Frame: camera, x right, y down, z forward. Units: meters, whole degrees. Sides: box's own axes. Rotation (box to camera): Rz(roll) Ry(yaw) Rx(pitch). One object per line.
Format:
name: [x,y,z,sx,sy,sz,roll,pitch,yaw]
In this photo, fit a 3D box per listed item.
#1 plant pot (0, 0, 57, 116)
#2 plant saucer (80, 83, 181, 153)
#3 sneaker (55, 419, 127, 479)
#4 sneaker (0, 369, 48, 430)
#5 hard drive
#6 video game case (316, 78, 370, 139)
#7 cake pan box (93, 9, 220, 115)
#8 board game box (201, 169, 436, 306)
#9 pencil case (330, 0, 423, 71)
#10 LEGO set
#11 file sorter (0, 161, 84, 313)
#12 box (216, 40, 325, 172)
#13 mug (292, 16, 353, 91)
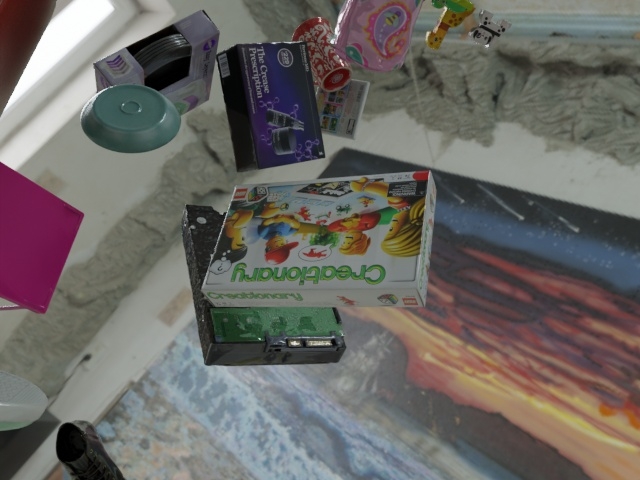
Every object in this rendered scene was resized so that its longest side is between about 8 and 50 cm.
plant pot: [-0.423,-0.253,0.641,0.267,0.267,0.236,24,-8,-8]
plant saucer: [-0.231,-0.156,0.762,0.119,0.119,0.021,36,-36,15]
sneaker: [-0.392,0.414,1.072,0.222,0.083,0.118,55,-16,9]
sneaker: [-0.423,0.213,0.640,0.256,0.151,0.094,5,10,-23]
hard drive: [-0.110,0.071,1.101,0.339,0.237,0.064,-114,-145,-45]
video game case: [0.048,-0.359,1.677,0.143,0.157,0.019,16,3,25]
cake pan box: [-0.326,-0.319,1.253,0.070,0.246,0.267,49,-25,5]
board game box: [0.000,0.000,0.871,0.305,0.193,0.053,-3,-36,21]
pencil case: [0.096,-0.380,0.849,0.124,0.124,0.284,33,-53,25]
LEGO set: [0.200,-0.384,1.080,0.227,0.093,0.087,20,21,-15]
file sorter: [-0.607,-0.019,1.065,0.182,0.202,0.291,-6,-31,32]
box: [-0.106,-0.294,1.370,0.103,0.184,0.261,1,-76,52]
mug: [0.006,-0.471,1.639,0.169,0.113,0.150,64,-25,23]
